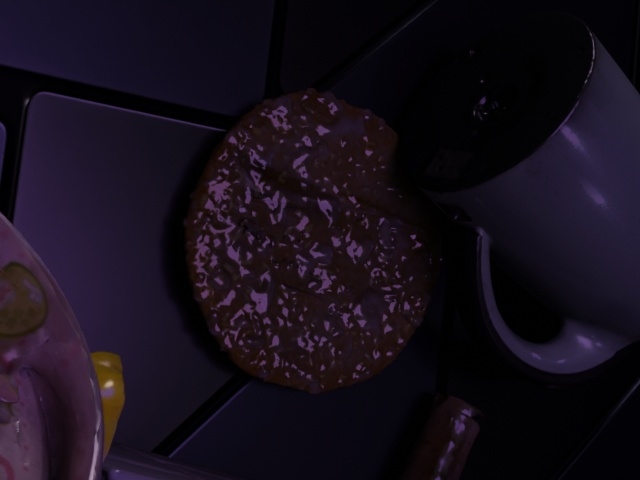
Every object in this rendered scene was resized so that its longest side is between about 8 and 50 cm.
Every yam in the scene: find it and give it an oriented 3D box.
[{"bbox_3d":[0.050,0.232,0.860,0.046,0.046,0.264,37,69,-26],"label":"yam"}]

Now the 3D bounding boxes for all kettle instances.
[{"bbox_3d":[0.177,-0.010,0.886,0.236,0.161,0.221,42,74,-32],"label":"kettle"}]

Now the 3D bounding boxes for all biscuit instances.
[{"bbox_3d":[-0.001,0.000,0.845,0.220,0.033,0.219,3,85,-34],"label":"biscuit"}]

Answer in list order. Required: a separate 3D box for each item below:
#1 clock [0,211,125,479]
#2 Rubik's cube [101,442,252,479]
[{"bbox_3d":[-0.304,0.081,0.488,0.377,0.250,0.368,33,30,-27],"label":"clock"},{"bbox_3d":[-0.092,0.240,0.665,0.221,0.225,0.231,22,77,-29],"label":"Rubik's cube"}]
